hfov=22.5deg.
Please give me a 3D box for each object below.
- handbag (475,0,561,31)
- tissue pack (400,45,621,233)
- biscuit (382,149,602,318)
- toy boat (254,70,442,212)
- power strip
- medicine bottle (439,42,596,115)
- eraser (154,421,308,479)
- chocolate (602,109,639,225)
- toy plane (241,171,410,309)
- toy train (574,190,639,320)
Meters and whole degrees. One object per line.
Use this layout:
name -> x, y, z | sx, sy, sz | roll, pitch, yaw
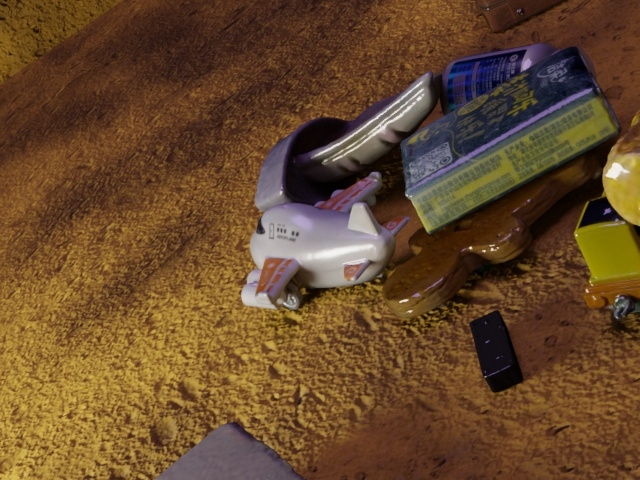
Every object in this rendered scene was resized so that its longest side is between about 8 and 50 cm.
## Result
handbag -> 0.325, -0.405, 2.452 | 0.193, 0.072, 0.151 | -27, 25, 9
tissue pack -> 0.221, -0.126, 1.933 | 0.257, 0.081, 0.185 | -28, 20, 12
biscuit -> 0.189, -0.007, 1.890 | 0.301, 0.049, 0.197 | -42, 19, -26
toy boat -> 0.056, -0.138, 2.159 | 0.293, 0.111, 0.276 | -30, 7, 15
power strip -> 0.185, 0.116, 1.689 | 0.038, 0.029, 0.111 | -24, 28, 10
medicine bottle -> 0.259, -0.199, 2.100 | 0.191, 0.107, 0.107 | -5, 35, 41
eraser -> -0.042, 0.286, 1.565 | 0.111, 0.077, 0.352 | -39, 27, -13
chocolate -> 0.416, -0.146, 1.648 | 0.162, 0.162, 0.445 | -5, 21, 42
toy plane -> 0.000, 0.000, 1.998 | 0.245, 0.117, 0.244 | -24, 27, 13
toy train -> 0.327, -0.009, 1.656 | 0.089, 0.127, 0.219 | -10, 33, 34
